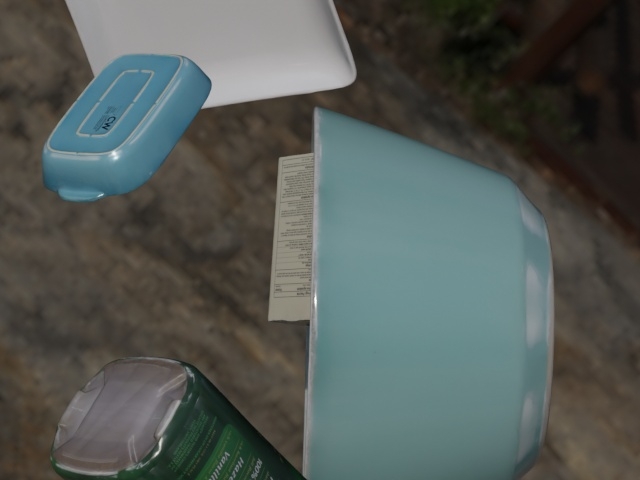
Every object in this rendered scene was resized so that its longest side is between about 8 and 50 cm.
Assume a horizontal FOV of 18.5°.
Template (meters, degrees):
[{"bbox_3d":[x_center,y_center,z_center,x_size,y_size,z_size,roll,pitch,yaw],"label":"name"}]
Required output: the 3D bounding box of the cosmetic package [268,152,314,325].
[{"bbox_3d":[0.000,0.000,1.330,0.041,0.060,0.115,8,84,-37],"label":"cosmetic package"}]

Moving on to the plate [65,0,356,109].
[{"bbox_3d":[-0.124,-0.260,2.008,0.045,0.277,0.278,-79,156,-51],"label":"plate"}]

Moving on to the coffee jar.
[{"bbox_3d":[-0.051,0.143,1.044,0.184,0.096,0.079,46,61,-32],"label":"coffee jar"}]

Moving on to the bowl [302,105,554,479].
[{"bbox_3d":[0.069,0.065,1.355,0.163,0.311,0.311,1,30,-2],"label":"bowl"}]

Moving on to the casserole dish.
[{"bbox_3d":[-0.171,-0.106,1.701,0.188,0.114,0.037,-59,141,-38],"label":"casserole dish"}]
